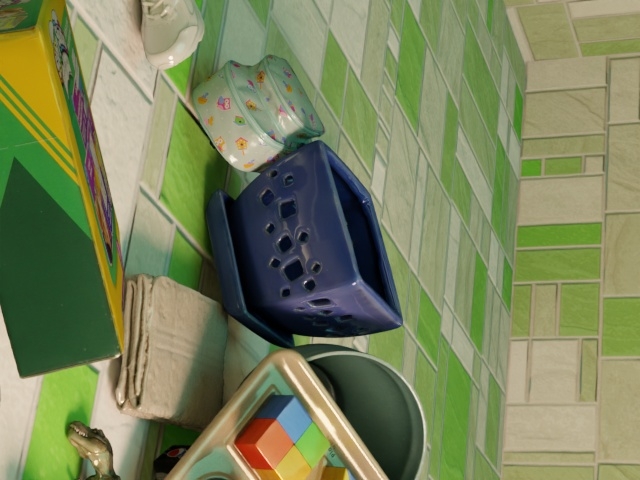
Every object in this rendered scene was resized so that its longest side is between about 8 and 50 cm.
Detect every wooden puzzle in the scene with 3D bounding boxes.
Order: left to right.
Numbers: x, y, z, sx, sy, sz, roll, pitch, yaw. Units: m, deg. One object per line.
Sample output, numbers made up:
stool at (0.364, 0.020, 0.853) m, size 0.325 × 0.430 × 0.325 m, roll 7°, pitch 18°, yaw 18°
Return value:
wooden puzzle at (-0.054, 0.368, 1.812) m, size 0.348 × 0.080 × 0.322 m, roll -47°, pitch 117°, yaw -30°

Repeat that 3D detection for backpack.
backpack at (-0.093, -0.184, 2.004) m, size 0.188 × 0.144 × 0.166 m, roll -8°, pitch 70°, yaw -61°

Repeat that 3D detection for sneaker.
sneaker at (-0.213, -0.333, 1.813) m, size 0.115 × 0.090 × 0.232 m, roll 45°, pitch 37°, yaw -53°

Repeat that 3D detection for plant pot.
plant pot at (-0.030, 0.024, 2.017) m, size 0.236 × 0.212 × 0.236 m, roll 45°, pitch 29°, yaw -64°
plant pot at (-0.020, 0.276, 2.010) m, size 0.196 × 0.293 × 0.293 m, roll -153°, pitch -128°, yaw -64°

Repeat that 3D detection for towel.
towel at (-0.195, 0.154, 1.841) m, size 0.282 × 0.049 × 0.187 m, roll 38°, pitch 53°, yaw -66°

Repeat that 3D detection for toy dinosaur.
toy dinosaur at (-0.259, 0.349, 1.625) m, size 0.118 × 0.064 × 0.268 m, roll -59°, pitch 146°, yaw -67°

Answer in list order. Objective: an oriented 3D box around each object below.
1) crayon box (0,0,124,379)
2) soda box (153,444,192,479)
crayon box at (-0.278, -0.086, 1.358) m, size 0.363 × 0.106 × 0.313 m, roll -114°, pitch -168°, yaw -69°
soda box at (-0.177, 0.362, 1.851) m, size 0.060 × 0.053 × 0.169 m, roll -37°, pitch 122°, yaw -66°
